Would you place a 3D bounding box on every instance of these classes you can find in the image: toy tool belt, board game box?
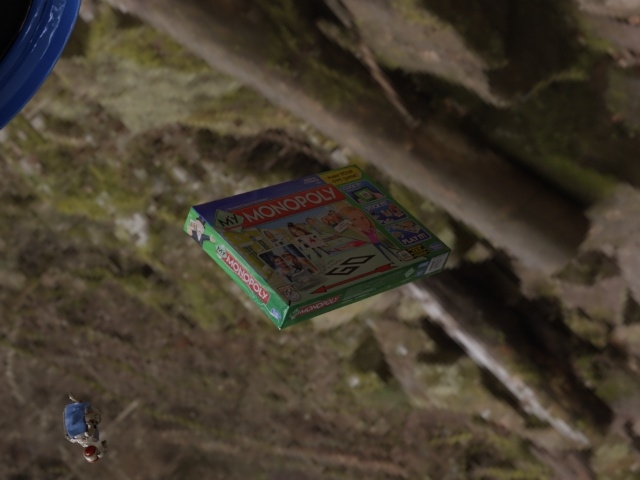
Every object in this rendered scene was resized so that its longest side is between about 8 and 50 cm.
[{"bbox_3d":[-0.301,0.235,1.737,0.051,0.052,0.083,68,180,-50],"label":"toy tool belt"},{"bbox_3d":[0.000,0.000,1.897,0.213,0.317,0.046,44,131,28],"label":"board game box"}]

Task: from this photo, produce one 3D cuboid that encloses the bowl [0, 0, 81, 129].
[{"bbox_3d":[-0.498,-0.277,1.938,0.077,0.391,0.391,38,167,13],"label":"bowl"}]
